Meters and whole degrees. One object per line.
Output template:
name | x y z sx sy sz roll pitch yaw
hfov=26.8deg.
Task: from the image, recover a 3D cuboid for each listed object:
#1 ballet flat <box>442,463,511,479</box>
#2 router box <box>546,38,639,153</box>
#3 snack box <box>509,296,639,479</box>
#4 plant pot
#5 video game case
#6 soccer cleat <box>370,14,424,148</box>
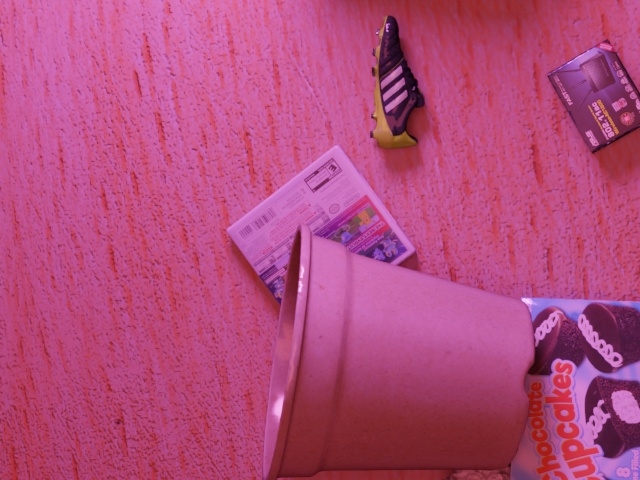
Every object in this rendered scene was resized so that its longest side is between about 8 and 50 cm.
ballet flat | 0.354 0.380 1.761 0.409 0.147 0.147 24 100 10
router box | 0.364 -0.188 1.751 0.092 0.038 0.122 -31 88 14
snack box | 0.341 0.235 1.717 0.187 0.060 0.322 2 69 12
plant pot | 0.099 0.162 1.710 0.305 0.334 0.334 8 97 -5
video game case | 0.000 0.000 1.858 0.201 0.023 0.183 -37 86 12
soccer cleat | 0.104 -0.212 1.803 0.072 0.060 0.179 1 102 3
